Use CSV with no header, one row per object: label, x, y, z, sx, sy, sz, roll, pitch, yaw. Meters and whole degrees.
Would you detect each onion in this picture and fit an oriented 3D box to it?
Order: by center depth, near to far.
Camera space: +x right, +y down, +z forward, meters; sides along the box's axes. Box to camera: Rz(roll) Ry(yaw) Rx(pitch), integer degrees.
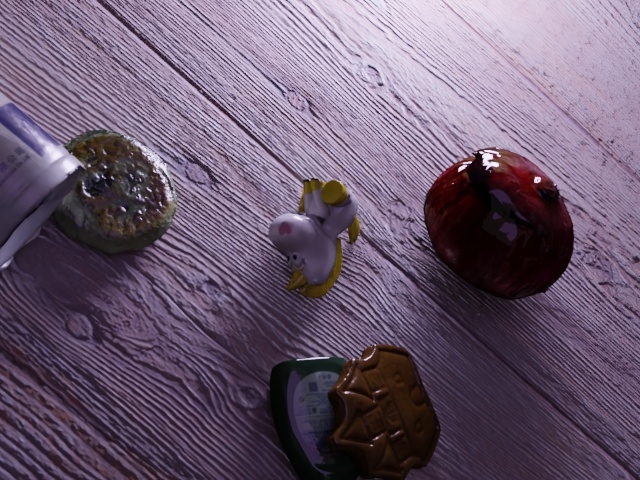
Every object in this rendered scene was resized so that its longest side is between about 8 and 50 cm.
onion,0.279,-0.031,1.637,0.246,0.190,0.246,25,41,-24

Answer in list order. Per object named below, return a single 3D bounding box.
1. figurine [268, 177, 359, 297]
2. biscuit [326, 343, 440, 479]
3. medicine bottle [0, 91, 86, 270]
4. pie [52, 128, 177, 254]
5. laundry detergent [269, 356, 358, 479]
figurine,-0.006,-0.003,1.545,0.129,0.109,0.178,50,55,-25
biscuit,0.083,0.237,1.455,0.215,0.034,0.182,-21,87,-50
medicine bottle,-0.471,-0.127,1.302,0.332,0.190,0.190,41,55,-4
pie,-0.283,-0.068,1.459,0.187,0.041,0.187,10,63,-22
laundry detergent,0.008,0.262,1.436,0.137,0.063,0.211,0,67,-34
